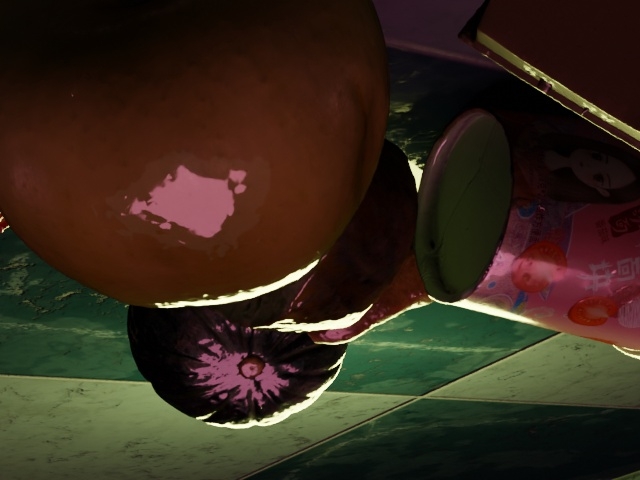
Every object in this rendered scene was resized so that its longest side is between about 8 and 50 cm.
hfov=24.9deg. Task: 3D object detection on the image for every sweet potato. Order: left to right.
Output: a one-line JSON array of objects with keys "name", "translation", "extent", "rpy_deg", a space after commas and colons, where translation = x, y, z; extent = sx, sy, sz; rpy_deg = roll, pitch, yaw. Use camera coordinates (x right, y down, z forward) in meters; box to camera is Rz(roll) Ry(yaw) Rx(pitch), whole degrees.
[{"name": "sweet potato", "translation": [0.128, 0.003, 1.522], "extent": [0.354, 0.106, 0.095], "rpy_deg": [-23, -162, -24]}]

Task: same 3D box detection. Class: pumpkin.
[{"name": "pumpkin", "translation": [-0.087, 0.078, 1.571], "extent": [0.249, 0.216, 0.250], "rpy_deg": [2, 135, 2]}]

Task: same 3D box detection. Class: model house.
[{"name": "model house", "translation": [0.222, -0.173, 1.110], "extent": [0.181, 0.176, 0.248], "rpy_deg": [32, -176, 3]}]

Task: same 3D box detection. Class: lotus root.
[{"name": "lotus root", "translation": [0.000, 0.000, 1.368], "extent": [0.119, 0.138, 0.235], "rpy_deg": [11, 121, -39]}]

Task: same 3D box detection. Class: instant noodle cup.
[{"name": "instant noodle cup", "translation": [0.235, -0.018, 1.396], "extent": [0.231, 0.243, 0.243], "rpy_deg": [9, 155, -23]}]

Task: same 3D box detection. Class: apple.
[{"name": "apple", "translation": [-0.088, -0.076, 1.002], "extent": [0.295, 0.233, 0.258], "rpy_deg": [-18, 132, -4]}]

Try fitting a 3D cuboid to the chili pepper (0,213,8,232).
[{"name": "chili pepper", "translation": [-0.319, -0.099, 1.072], "extent": [0.134, 0.131, 0.338], "rpy_deg": [-33, 163, 8]}]
